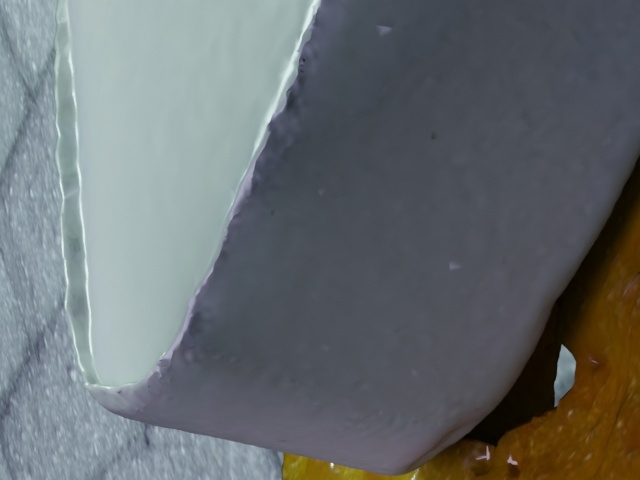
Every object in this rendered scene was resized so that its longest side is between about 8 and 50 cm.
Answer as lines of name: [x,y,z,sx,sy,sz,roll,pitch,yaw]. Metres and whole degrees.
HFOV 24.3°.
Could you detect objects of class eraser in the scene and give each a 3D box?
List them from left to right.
eraser: [0.003,-0.115,0.585,0.331,0.150,0.331,-31,51,49]

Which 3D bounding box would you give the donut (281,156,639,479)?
donut: [0.099,0.050,0.585,0.303,0.110,0.302,-40,40,45]
